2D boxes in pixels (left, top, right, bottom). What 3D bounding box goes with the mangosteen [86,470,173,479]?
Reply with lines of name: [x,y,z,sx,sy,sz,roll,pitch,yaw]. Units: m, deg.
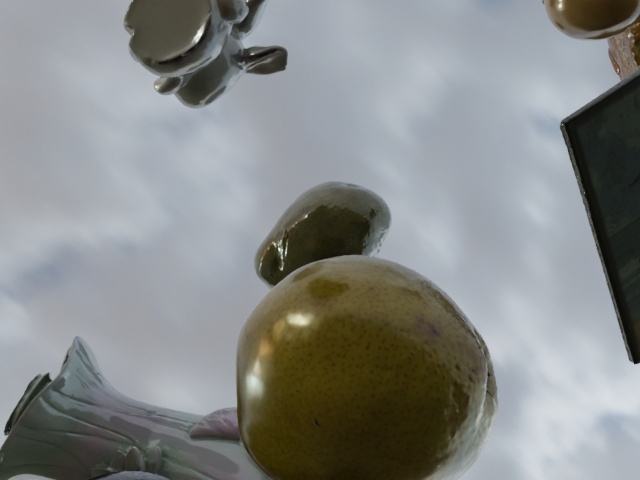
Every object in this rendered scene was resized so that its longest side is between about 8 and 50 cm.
mangosteen: [-0.161,0.285,0.756,0.210,0.210,0.210,7,-59,12]

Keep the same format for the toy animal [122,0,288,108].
toy animal: [-0.147,-0.258,1.210,0.178,0.193,0.127,-28,-107,19]

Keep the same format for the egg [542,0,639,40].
egg: [0.260,-0.227,0.898,0.080,0.096,0.080,-8,-68,-20]

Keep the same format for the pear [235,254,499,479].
pear: [0.038,0.114,0.748,0.209,0.209,0.209,7,-59,12]

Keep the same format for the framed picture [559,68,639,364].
framed picture: [0.425,-0.053,1.131,0.265,0.016,0.347,-31,-64,-17]

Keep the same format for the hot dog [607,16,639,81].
hot dog: [0.486,-0.276,1.329,0.150,0.153,0.257,-22,-112,11]

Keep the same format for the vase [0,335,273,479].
vase: [-0.133,0.286,1.050,0.445,0.250,0.250,30,-57,-1]

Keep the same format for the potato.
potato: [0.000,0.000,1.455,0.235,0.178,0.160,-35,-102,19]
